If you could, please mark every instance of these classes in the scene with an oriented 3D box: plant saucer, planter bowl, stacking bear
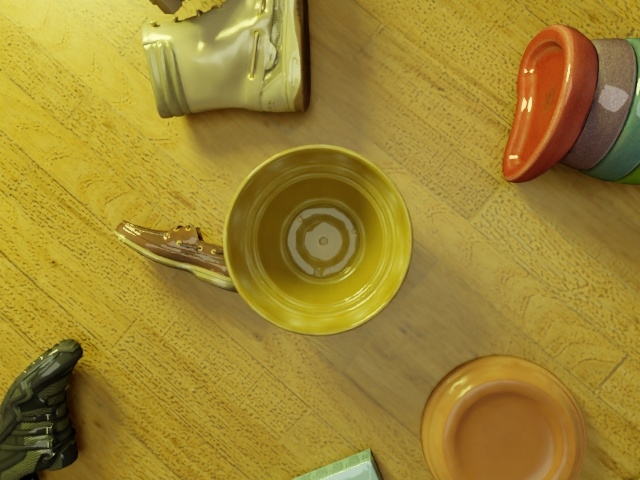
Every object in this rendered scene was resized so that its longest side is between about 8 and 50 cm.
[{"bbox_3d":[0.224,0.243,0.647,0.199,0.037,0.200,0,89,6],"label":"plant saucer"},{"bbox_3d":[0.000,0.000,0.644,0.217,0.090,0.217,0,90,6],"label":"planter bowl"},{"bbox_3d":[0.378,-0.131,0.586,0.288,0.164,0.176,10,90,1],"label":"stacking bear"}]

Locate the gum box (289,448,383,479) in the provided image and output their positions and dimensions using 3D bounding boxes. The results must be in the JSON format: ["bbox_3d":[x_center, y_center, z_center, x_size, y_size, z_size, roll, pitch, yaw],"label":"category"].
[{"bbox_3d":[0.009,0.371,0.662,0.184,0.041,0.157,-23,87,5],"label":"gum box"}]

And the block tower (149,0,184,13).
[{"bbox_3d":[-0.114,-0.419,0.616,0.097,0.091,0.336,25,75,47],"label":"block tower"}]

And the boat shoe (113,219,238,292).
[{"bbox_3d":[-0.171,0.009,0.677,0.177,0.064,0.060,22,86,-1],"label":"boat shoe"}]

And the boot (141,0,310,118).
[{"bbox_3d":[-0.118,-0.284,0.661,0.203,0.095,0.262,-3,91,7],"label":"boot"}]

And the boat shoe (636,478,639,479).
[{"bbox_3d":[0.352,0.388,0.606,0.104,0.089,0.285,39,92,5],"label":"boat shoe"}]

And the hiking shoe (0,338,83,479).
[{"bbox_3d":[-0.350,0.232,0.687,0.114,0.086,0.227,33,98,-8],"label":"hiking shoe"}]
